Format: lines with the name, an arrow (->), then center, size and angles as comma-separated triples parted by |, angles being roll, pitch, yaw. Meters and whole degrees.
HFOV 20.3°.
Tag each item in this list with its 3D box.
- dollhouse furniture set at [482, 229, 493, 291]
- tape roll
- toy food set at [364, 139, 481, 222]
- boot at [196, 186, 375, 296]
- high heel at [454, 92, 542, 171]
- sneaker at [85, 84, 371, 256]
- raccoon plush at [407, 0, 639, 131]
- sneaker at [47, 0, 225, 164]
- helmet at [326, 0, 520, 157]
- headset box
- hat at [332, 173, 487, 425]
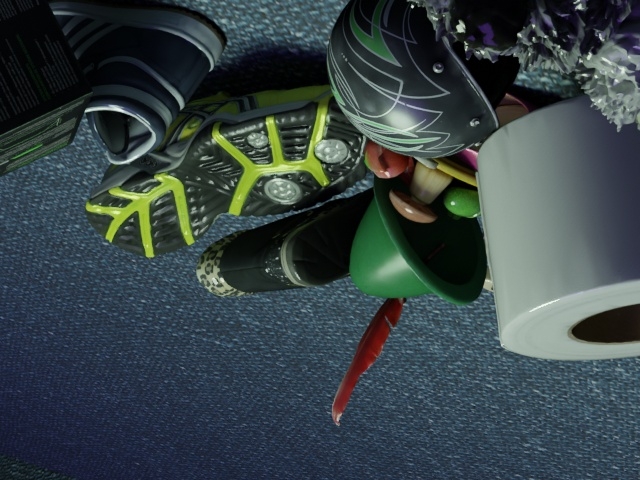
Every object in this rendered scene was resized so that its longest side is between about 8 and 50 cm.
dollhouse furniture set -> 0.213, -0.006, 1.850 | 0.081, 0.091, 0.114 | 10, 153, 1
tape roll -> 0.264, -0.008, 1.531 | 0.246, 0.169, 0.246 | -6, 161, -2
toy food set -> 0.102, -0.060, 1.734 | 0.128, 0.071, 0.218 | 37, -166, 31
boot -> -0.001, -0.001, 1.909 | 0.178, 0.236, 0.085 | -10, 98, 47
high heel -> 0.133, -0.129, 1.656 | 0.244, 0.082, 0.117 | 30, 172, 26
sneaker -> -0.090, -0.107, 1.884 | 0.384, 0.147, 0.145 | -15, 134, 34
raccoon plush -> 0.153, -0.241, 1.365 | 0.299, 0.216, 0.446 | 30, -169, -45
sneaker -> -0.243, -0.166, 1.879 | 0.282, 0.153, 0.099 | 6, 150, 40
helmet -> 0.088, -0.152, 1.544 | 0.169, 0.161, 0.169 | 22, 157, 10
headset box -> -0.336, -0.194, 1.695 | 0.246, 0.131, 0.283 | 63, 167, 0
hat -> 0.047, 0.029, 1.817 | 0.183, 0.208, 0.173 | -32, 114, 31
